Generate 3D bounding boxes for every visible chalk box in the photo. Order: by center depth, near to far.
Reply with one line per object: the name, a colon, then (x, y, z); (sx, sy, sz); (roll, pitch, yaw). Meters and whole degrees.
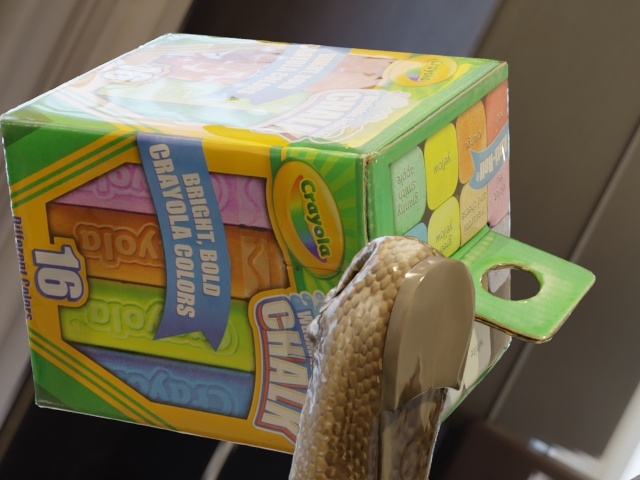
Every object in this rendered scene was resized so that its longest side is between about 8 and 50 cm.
chalk box: (0.000, 0.000, 0.937); (0.289, 0.179, 0.180); (6, 23, 26)

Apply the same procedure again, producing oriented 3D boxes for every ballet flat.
ballet flat: (0.007, 0.118, 0.706); (0.058, 0.249, 0.084); (18, 13, 34)

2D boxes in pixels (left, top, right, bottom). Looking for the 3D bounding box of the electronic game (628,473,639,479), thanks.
electronic game: (0.170, 0.212, 0.842); (0.229, 0.229, 0.048); (25, 2, -35)
